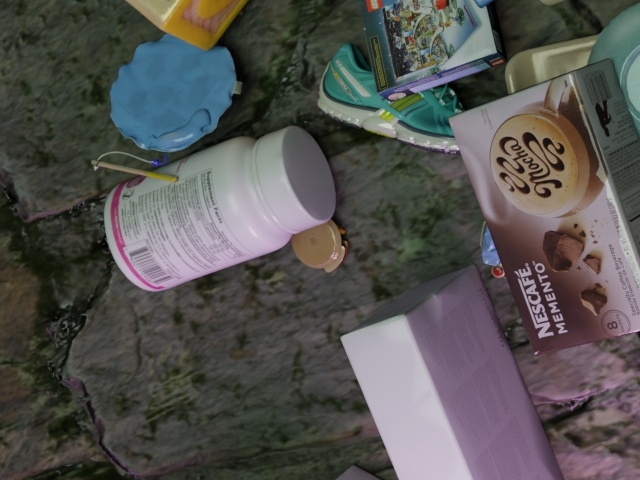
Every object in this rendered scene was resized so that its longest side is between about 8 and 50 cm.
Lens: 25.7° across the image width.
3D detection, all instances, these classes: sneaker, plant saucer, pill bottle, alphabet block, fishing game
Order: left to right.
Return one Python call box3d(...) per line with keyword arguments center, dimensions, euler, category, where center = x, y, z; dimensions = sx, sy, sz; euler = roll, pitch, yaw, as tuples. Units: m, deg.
box3d(center=(-0.185, -0.385, 1.785), dimensions=(0.197, 0.192, 0.193), euler=(40, 99, 12), category="alphabet block")
box3d(center=(-0.193, -0.199, 1.879), dimensions=(0.189, 0.041, 0.264), euler=(8, 71, 24), category="fishing game")
box3d(center=(-0.133, -0.045, 1.871), dimensions=(0.283, 0.160, 0.160), euler=(-19, 93, 26), category="pill bottle")
box3d(center=(0.124, -0.174, 1.766), dimensions=(0.275, 0.107, 0.110), euler=(20, 100, 19), category="sneaker")
box3d(center=(0.396, -0.180, 1.595), dimensions=(0.195, 0.037, 0.195), euler=(4, 102, 19), category="plant saucer")

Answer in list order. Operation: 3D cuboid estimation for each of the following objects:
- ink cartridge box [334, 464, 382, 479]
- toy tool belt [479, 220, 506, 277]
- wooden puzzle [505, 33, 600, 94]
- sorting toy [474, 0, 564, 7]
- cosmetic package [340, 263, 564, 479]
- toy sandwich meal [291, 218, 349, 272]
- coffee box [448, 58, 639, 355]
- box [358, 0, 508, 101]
box3d(center=(0.045, 0.459, 1.894), dimensions=(0.168, 0.171, 0.232), euler=(27, 110, 16), category="ink cartridge box")
box3d(center=(0.225, 0.011, 1.784), dimensions=(0.052, 0.051, 0.083), euler=(10, 105, 22), category="toy tool belt")
box3d(center=(0.420, -0.100, 1.665), dimensions=(0.348, 0.080, 0.322), euler=(-10, 97, 21), category="wooden puzzle")
box3d(center=(0.311, -0.392, 1.617), dimensions=(0.348, 0.047, 0.196), euler=(-19, 77, 11), category="sorting toy")
box3d(center=(0.183, 0.242, 1.724), dimensions=(0.097, 0.284, 0.377), euler=(-22, 91, 28), category="cosmetic package")
box3d(center=(0.000, 0.000, 1.896), dimensions=(0.086, 0.029, 0.085), euler=(6, 102, 28), category="toy sandwich meal")
box3d(center=(0.287, -0.036, 1.600), dimensions=(0.168, 0.119, 0.297), euler=(-17, 94, 36), category="coffee box")
box3d(center=(0.127, -0.305, 1.719), dimensions=(0.159, 0.044, 0.233), euler=(-17, 74, 24), category="box")
